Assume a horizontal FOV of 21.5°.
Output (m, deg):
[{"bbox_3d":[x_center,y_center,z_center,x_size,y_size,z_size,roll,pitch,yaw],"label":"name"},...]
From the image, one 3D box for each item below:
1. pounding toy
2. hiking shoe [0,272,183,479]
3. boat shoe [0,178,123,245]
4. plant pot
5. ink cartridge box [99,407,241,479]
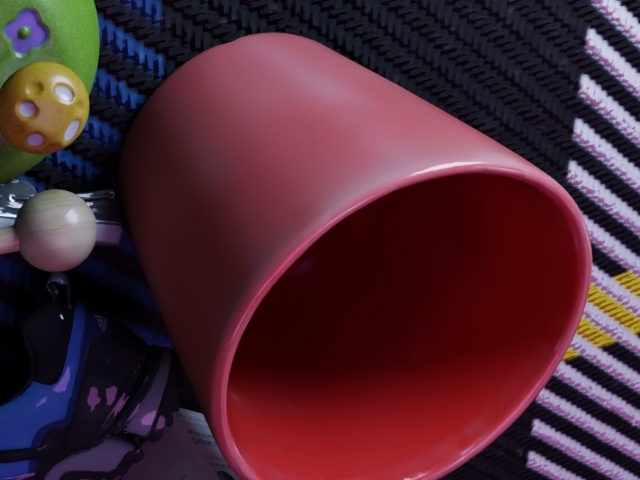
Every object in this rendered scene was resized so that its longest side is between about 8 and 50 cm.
[{"bbox_3d":[-0.200,-0.074,0.981,0.183,0.110,0.237,-9,115,-27],"label":"pounding toy"},{"bbox_3d":[-0.234,0.156,1.199,0.132,0.113,0.304,40,104,-16],"label":"hiking shoe"},{"bbox_3d":[-0.198,-0.021,1.110,0.142,0.049,0.040,5,85,-30],"label":"boat shoe"},{"bbox_3d":[0.000,0.000,1.117,0.275,0.243,0.275,-19,132,-22],"label":"plant pot"},{"bbox_3d":[-0.022,0.273,1.282,0.211,0.289,0.121,21,110,-44],"label":"ink cartridge box"}]
